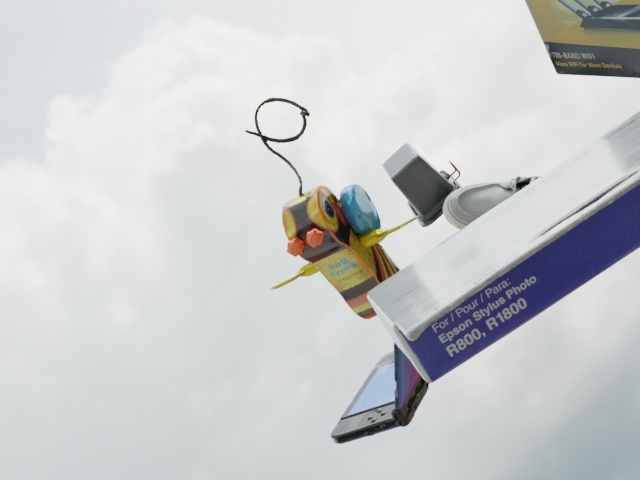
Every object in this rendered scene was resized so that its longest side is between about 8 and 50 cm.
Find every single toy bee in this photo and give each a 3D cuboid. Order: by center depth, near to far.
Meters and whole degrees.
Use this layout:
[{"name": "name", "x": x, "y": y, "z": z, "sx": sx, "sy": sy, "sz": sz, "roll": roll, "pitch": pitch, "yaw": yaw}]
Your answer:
[{"name": "toy bee", "x": 0.000, "y": 0.000, "z": 1.303, "sx": 0.195, "sy": 0.298, "sz": 0.162, "roll": -48, "pitch": 15, "yaw": 28}]

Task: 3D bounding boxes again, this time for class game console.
[{"name": "game console", "x": 0.130, "y": 0.201, "z": 1.979, "sx": 0.173, "sy": 0.250, "sz": 0.293, "roll": 59, "pitch": -145, "yaw": -11}]

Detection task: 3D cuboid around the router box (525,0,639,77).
[{"name": "router box", "x": 0.363, "y": -0.308, "z": 1.259, "sx": 0.081, "sy": 0.309, "sz": 0.243, "roll": -41, "pitch": -63, "yaw": -20}]

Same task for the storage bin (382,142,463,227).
[{"name": "storage bin", "x": 0.153, "y": -0.095, "z": 1.640, "sx": 0.098, "sy": 0.135, "sz": 0.091, "roll": -42, "pitch": -74, "yaw": 8}]

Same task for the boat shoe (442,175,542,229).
[{"name": "boat shoe", "x": 0.288, "y": -0.061, "z": 1.527, "sx": 0.228, "sy": 0.079, "sz": 0.081, "roll": -3, "pitch": -26, "yaw": -11}]

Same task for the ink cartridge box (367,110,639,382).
[{"name": "ink cartridge box", "x": 0.198, "y": -0.005, "z": 0.880, "sx": 0.324, "sy": 0.071, "sz": 0.330, "roll": -33, "pitch": 4, "yaw": 0}]
